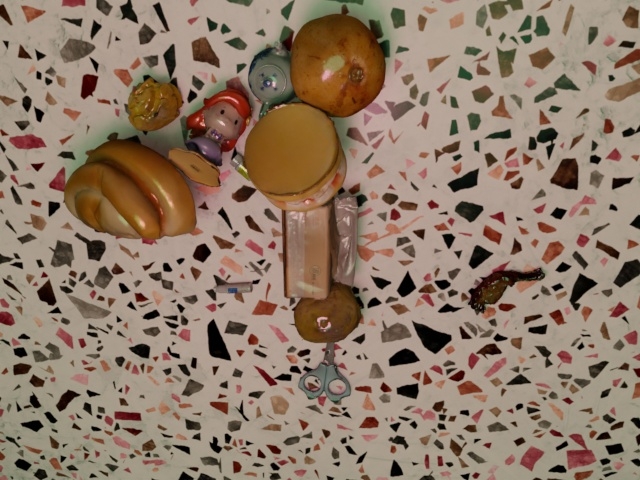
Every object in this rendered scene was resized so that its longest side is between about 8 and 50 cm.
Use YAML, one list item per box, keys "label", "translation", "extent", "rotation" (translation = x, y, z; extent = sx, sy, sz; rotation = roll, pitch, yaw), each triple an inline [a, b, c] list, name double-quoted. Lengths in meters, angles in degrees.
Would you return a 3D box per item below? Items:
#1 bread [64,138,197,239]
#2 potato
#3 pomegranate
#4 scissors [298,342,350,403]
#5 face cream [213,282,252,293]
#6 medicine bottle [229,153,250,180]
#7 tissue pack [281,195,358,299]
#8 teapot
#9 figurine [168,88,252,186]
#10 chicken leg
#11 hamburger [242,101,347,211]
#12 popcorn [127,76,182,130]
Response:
- label: "bread"
  translation: [-0.556, -0.111, 1.729]
  extent: [0.424, 0.245, 0.329]
  rotation: [14, 148, 36]
- label: "potato"
  translation: [0.021, 0.235, 1.856]
  extent: [0.230, 0.266, 0.229]
  rotation: [2, 106, 7]
- label: "pomegranate"
  translation: [0.036, -0.455, 1.543]
  extent: [0.265, 0.264, 0.264]
  rotation: [3, 115, 6]
- label: "scissors"
  translation: [0.027, 0.421, 2.075]
  extent: [0.191, 0.029, 0.360]
  rotation: [9, 116, 5]
- label: "face cream"
  translation: [-0.295, 0.161, 1.993]
  extent: [0.130, 0.034, 0.034]
  rotation: [-3, 114, 9]
- label: "medicine bottle"
  translation: [-0.232, -0.222, 1.798]
  extent: [0.083, 0.047, 0.047]
  rotation: [40, 114, -12]
- label: "tissue pack"
  translation: [0.000, 0.000, 1.784]
  extent: [0.239, 0.238, 0.305]
  rotation: [3, 114, 6]
- label: "teapot"
  translation: [-0.133, -0.440, 1.630]
  extent: [0.159, 0.159, 0.231]
  rotation: [16, 116, 0]
- label: "figurine"
  translation: [-0.312, -0.302, 1.688]
  extent: [0.181, 0.257, 0.208]
  rotation: [23, 154, 5]
- label: "chicken leg"
  translation: [0.576, 0.143, 1.861]
  extent: [0.253, 0.051, 0.106]
  rotation: [-29, 114, 18]
- label: "hamburger"
  translation: [-0.073, -0.224, 1.592]
  extent: [0.261, 0.186, 0.302]
  rotation: [-41, 72, -2]
- label: "popcorn"
  translation: [-0.481, -0.390, 1.708]
  extent: [0.167, 0.152, 0.148]
  rotation: [-34, 145, -4]
